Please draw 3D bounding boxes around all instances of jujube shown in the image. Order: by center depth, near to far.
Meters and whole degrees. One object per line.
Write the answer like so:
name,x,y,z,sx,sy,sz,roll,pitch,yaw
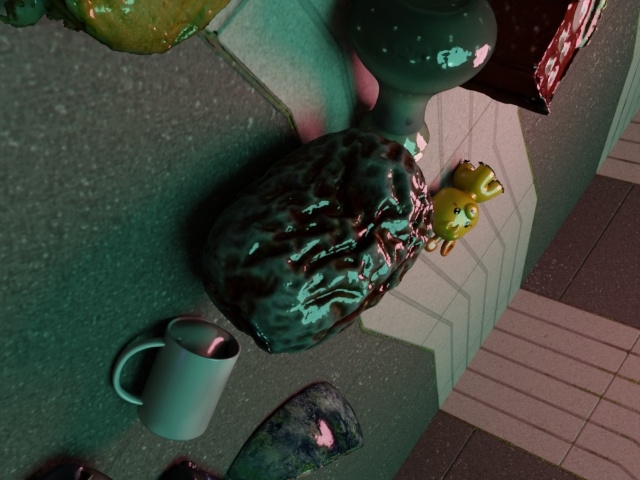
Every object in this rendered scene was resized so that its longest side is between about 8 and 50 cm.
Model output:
jujube,0.000,0.000,0.699,0.317,0.226,0.226,-44,148,-28

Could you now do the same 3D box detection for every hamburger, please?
hamburger,-0.147,-0.208,0.378,0.185,0.131,0.159,-45,157,-10

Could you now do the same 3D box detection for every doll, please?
doll,0.286,-0.072,1.179,0.221,0.135,0.143,-46,117,-10

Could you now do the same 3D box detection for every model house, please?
model house,0.334,-0.365,0.884,0.160,0.196,0.254,15,104,-58

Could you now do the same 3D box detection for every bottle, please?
bottle,-0.199,0.449,0.964,0.244,0.072,0.082,68,22,-56

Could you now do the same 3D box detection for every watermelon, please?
watermelon,-0.036,0.446,1.152,0.318,0.148,0.226,-28,146,-40

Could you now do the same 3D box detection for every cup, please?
cup,-0.190,0.172,0.716,0.099,0.136,0.133,-80,-166,-74

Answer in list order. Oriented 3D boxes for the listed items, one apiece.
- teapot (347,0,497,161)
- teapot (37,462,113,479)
teapot,0.118,-0.221,0.733,0.183,0.183,0.251,-42,159,-27
teapot,-0.318,0.327,0.667,0.111,0.149,0.108,-82,164,-56
